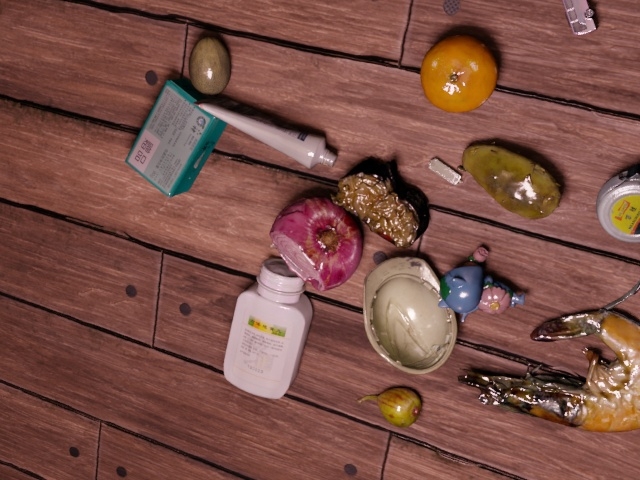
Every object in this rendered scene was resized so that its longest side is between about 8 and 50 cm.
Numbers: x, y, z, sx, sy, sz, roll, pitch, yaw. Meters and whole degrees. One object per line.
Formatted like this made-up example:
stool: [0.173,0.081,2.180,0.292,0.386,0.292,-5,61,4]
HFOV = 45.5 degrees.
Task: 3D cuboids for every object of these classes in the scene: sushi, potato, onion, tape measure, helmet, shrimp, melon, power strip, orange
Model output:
sushi: [0.145,-0.086,1.656,0.212,0.115,0.147,44,116,6]
potato: [0.388,-0.127,1.562,0.225,0.090,0.117,34,121,17]
onion: [0.003,-0.003,1.704,0.207,0.200,0.200,46,116,20]
tape measure: [0.605,-0.003,1.537,0.164,0.084,0.330,27,131,13]
helmet: [0.184,0.173,1.705,0.204,0.137,0.257,-14,81,-12]
shrimp: [0.515,0.278,1.631,0.445,0.085,0.272,-1,102,19]
melon: [-0.252,-0.397,1.737,0.098,0.098,0.130,4,103,21]
power strip: [0.271,-0.147,1.643,0.083,0.017,0.027,36,115,9]
orange: [0.276,-0.333,1.530,0.156,0.124,0.156,8,109,23]

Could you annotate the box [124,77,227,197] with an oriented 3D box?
box: [-0.339,-0.244,1.817,0.153,0.092,0.245,39,114,8]

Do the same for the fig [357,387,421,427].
fig: [0.153,0.387,1.801,0.166,0.093,0.093,7,107,21]

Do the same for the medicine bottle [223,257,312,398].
medicine bottle: [-0.121,0.209,1.842,0.179,0.124,0.324,19,112,14]

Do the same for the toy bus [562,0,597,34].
toy bus: [0.489,-0.457,1.459,0.052,0.037,0.130,-18,97,27]

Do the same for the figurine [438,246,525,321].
figurine: [0.344,0.097,1.643,0.178,0.144,0.114,13,149,-2]

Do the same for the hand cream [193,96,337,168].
hand cream: [-0.118,-0.247,1.722,0.341,0.124,0.077,25,114,9]
